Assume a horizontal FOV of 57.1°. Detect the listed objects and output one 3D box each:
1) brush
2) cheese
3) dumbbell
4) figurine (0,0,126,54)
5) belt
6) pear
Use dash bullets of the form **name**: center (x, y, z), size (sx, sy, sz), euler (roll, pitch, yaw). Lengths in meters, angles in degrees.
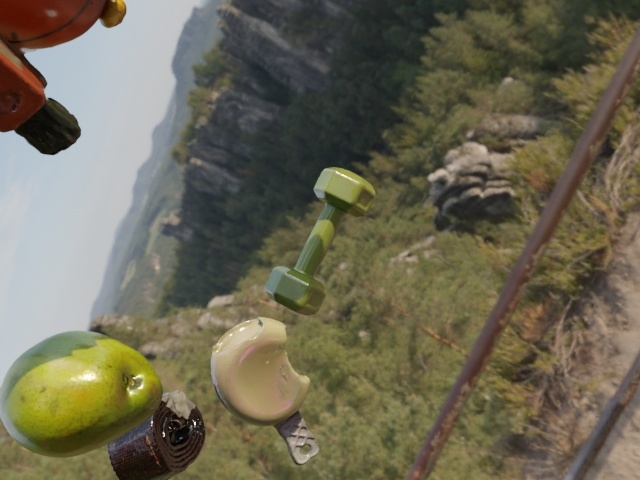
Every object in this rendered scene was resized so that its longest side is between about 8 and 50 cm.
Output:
- **brush**: center (-0.370, -0.201, 0.570), size (0.070, 0.323, 0.051), euler (-34, 38, 11)
- **cheese**: center (-0.080, 0.277, 1.043), size (0.163, 0.286, 0.082), euler (-34, 18, -17)
- **dumbbell**: center (0.000, 0.000, 1.193), size (0.108, 0.121, 0.301), euler (26, 90, 36)
- **figurine**: center (-0.366, -0.316, 0.633), size (0.196, 0.323, 0.320), euler (-141, 41, -68)
- **belt**: center (-0.386, 0.458, 1.368), size (0.164, 0.184, 0.289), euler (-25, -7, 5)
- **pear**: center (-0.338, 0.218, 0.843), size (0.187, 0.220, 0.187), euler (-1, -90, -70)
